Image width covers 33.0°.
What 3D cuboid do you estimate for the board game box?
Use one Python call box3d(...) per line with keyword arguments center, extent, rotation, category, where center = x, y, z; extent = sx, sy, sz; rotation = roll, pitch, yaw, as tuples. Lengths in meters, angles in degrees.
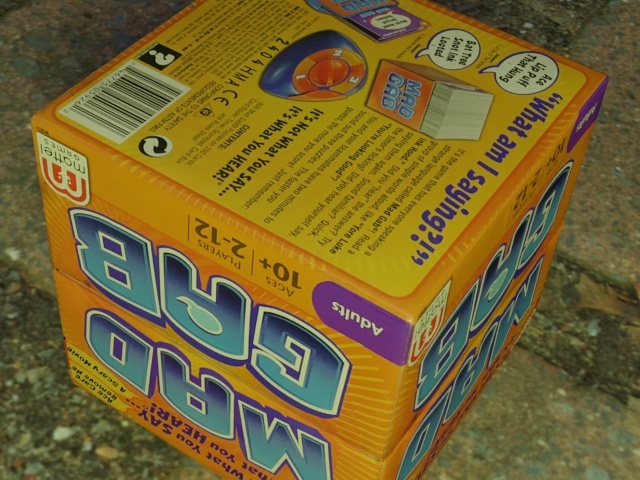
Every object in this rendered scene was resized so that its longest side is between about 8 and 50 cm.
box3d(center=(0.000, 0.000, 1.021), extent=(0.356, 0.356, 0.356), rotation=(28, 49, 20), category="board game box")
